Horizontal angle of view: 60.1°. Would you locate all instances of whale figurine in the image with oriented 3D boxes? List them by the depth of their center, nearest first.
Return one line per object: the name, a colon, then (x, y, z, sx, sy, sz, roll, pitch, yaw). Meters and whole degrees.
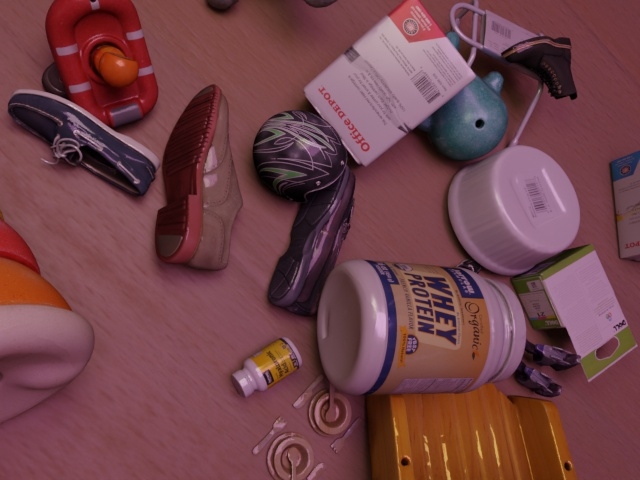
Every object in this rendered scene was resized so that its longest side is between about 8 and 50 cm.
whale figurine: (0.298, -0.301, 1.180, 0.216, 0.141, 0.272, -25, 109, 3)

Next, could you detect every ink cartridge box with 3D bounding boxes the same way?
ink cartridge box: (0.131, -0.306, 1.095, 0.273, 0.114, 0.197, -38, 95, 11)
ink cartridge box: (0.576, 0.163, 1.255, 0.188, 0.097, 0.255, -23, 89, -26)
ink cartridge box: (0.892, -0.088, 1.392, 0.197, 0.198, 0.270, 8, 75, -22)

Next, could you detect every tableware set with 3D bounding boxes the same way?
tableware set: (-0.013, 0.349, 0.990, 0.128, 0.039, 0.194, 48, 65, -6)

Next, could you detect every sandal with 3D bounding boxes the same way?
sandal: (-0.400, -0.337, 0.978, 0.090, 0.060, 0.219, 44, 65, -8)

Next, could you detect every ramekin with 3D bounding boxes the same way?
ramekin: (0.432, -0.073, 1.214, 0.277, 0.135, 0.277, 9, 69, -24)

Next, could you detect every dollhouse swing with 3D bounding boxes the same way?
dollhouse swing: (0.297, 0.341, 0.922, 0.346, 0.305, 0.315, 8, 56, -15)

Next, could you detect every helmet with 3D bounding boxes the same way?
helmet: (-0.041, -0.160, 1.026, 0.169, 0.161, 0.170, 5, 73, -17)

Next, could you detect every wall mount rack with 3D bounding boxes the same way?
wall mount rack: (0.415, -0.393, 1.309, 0.350, 0.130, 0.304, 18, 68, -18)

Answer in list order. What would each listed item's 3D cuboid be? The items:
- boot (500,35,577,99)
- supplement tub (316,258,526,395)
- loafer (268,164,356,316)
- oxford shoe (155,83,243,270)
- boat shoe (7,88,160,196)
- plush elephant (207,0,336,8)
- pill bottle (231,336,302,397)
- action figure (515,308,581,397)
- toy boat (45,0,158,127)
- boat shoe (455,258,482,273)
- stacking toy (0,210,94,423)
boot: (0.500, -0.377, 1.235, 0.197, 0.077, 0.137, -13, 91, -23)
supplement tub: (0.174, 0.155, 0.979, 0.316, 0.228, 0.228, 5, 76, -22)
loafer: (0.000, 0.000, 1.058, 0.095, 0.109, 0.303, 35, 72, -33)
oxford shoe: (-0.204, -0.111, 0.999, 0.130, 0.123, 0.348, 24, 65, -44)
boat shoe: (-0.399, -0.157, 0.921, 0.254, 0.095, 0.079, 31, 56, -23)
plush elephant: (-0.088, -0.635, 1.101, 0.255, 0.271, 0.330, -59, 144, -58)
pill bottle: (-0.095, 0.225, 0.971, 0.116, 0.065, 0.065, -30, 90, -25)
action figure: (0.392, 0.219, 1.164, 0.285, 0.099, 0.185, 29, 78, -10)
toy boat: (-0.341, -0.291, 0.898, 0.151, 0.151, 0.231, -26, 127, -26)
boat shoe: (0.308, 0.070, 1.194, 0.125, 0.038, 0.046, -19, 84, -26)
stacking toy: (-0.547, 0.014, 0.745, 0.350, 0.351, 0.480, -19, 67, -26)
